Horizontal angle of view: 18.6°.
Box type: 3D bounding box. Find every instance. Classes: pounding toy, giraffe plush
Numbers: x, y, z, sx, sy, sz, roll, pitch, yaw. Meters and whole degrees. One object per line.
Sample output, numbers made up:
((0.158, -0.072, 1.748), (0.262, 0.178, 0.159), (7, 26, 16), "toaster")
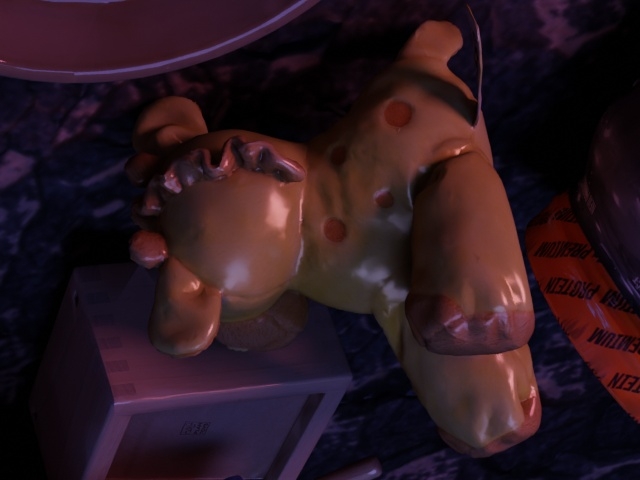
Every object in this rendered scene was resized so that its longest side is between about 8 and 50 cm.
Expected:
((-0.059, 0.094, 1.049), (0.181, 0.094, 0.206), (-5, 145, -25), "pounding toy")
((0.000, 0.000, 0.910), (0.170, 0.181, 0.210), (-11, 118, 0), "giraffe plush")

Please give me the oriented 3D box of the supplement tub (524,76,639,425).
((0.277, -0.047, 0.941), (0.338, 0.207, 0.207), (-40, 135, 20), "supplement tub")

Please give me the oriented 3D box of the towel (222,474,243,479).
((-0.163, 0.240, 0.975), (0.285, 0.034, 0.209), (-36, 163, -39), "towel")

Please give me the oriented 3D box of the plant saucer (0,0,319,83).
((-0.082, -0.180, 0.783), (0.278, 0.041, 0.278), (-11, 138, -10), "plant saucer")
